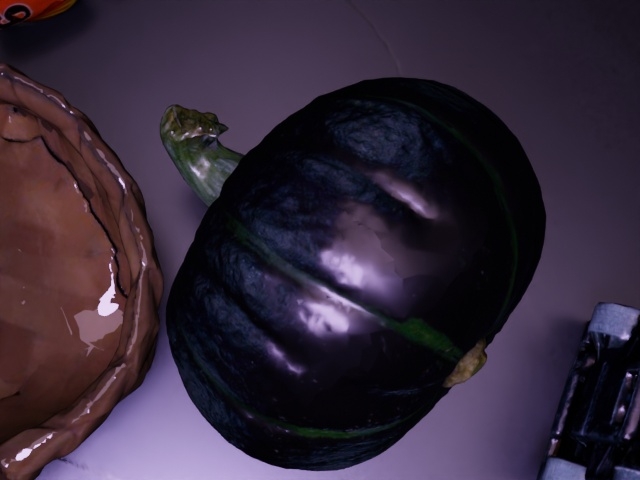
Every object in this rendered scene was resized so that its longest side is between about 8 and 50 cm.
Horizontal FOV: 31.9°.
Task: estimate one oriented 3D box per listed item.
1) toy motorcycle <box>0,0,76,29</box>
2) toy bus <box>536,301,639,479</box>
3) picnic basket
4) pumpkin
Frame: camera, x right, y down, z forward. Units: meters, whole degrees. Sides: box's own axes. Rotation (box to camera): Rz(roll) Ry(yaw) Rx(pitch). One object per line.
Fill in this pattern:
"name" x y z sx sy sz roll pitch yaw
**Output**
"toy motorcycle" -0.256 -0.239 0.769 0.298 0.089 0.171 16 81 0
"toy bus" 0.243 0.115 0.644 0.167 0.275 0.139 21 80 -1
"picnic basket" -0.260 0.027 0.611 0.337 0.337 0.293 -29 83 -7
"pumpkin" 0.000 0.000 0.672 0.247 0.248 0.248 1 80 -3
